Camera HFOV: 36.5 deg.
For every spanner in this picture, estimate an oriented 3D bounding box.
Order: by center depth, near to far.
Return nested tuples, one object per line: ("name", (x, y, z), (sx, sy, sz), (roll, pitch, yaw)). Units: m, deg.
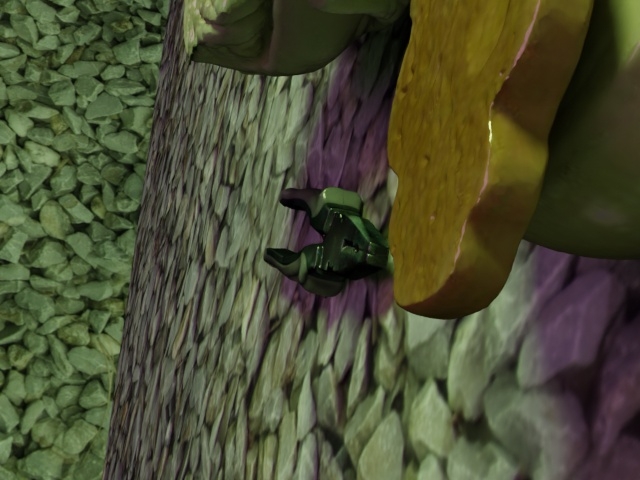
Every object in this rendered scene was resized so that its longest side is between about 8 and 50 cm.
("spanner", (0.000, 0.000, 0.864), (0.325, 0.040, 0.095), (-165, 88, -75))

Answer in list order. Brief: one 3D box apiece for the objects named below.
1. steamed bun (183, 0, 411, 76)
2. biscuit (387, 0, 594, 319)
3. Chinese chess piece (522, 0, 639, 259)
("steamed bun", (-0.001, -0.285, 0.801), (0.320, 0.206, 0.275), (136, 128, -61))
("biscuit", (0.063, -0.086, 0.376), (0.144, 0.040, 0.236), (127, 150, -71))
("Chinese chess piece", (0.134, -0.125, 0.410), (0.273, 0.102, 0.273), (-168, 90, -73))
